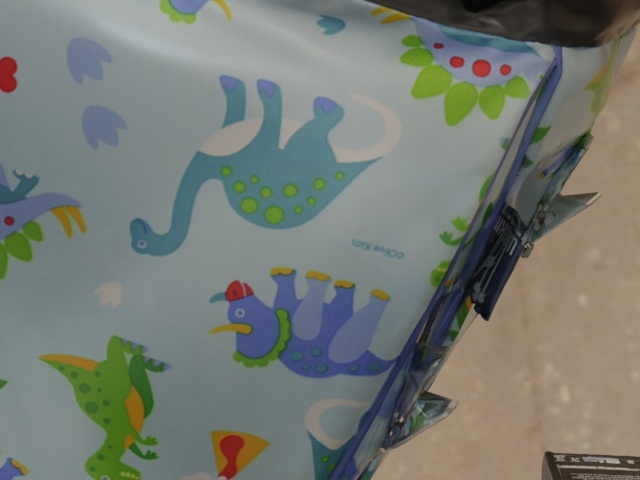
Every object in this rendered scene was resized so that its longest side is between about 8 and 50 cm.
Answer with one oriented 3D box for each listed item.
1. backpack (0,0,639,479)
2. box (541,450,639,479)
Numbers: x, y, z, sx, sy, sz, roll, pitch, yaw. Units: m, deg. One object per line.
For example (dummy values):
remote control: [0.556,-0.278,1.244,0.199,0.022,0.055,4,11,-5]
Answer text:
backpack: [-0.060,-0.018,0.702,0.273,0.290,0.355,-73,8,-46]
box: [0.195,0.158,0.880,0.147,0.180,0.077,-91,3,-79]
